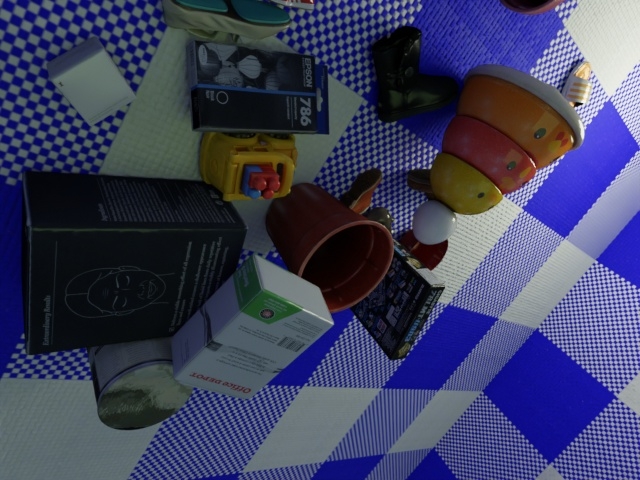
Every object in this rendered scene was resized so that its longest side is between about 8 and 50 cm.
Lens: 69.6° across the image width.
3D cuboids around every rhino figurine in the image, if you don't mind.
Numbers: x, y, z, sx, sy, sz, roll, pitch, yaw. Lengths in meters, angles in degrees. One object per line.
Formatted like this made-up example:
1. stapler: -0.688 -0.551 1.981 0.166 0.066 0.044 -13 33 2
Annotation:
1. rhino figurine: 0.123 -0.012 1.403 0.243 0.073 0.106 -39 140 -1

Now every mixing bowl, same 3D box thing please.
1. mixing bowl: 0.330 0.025 1.557 0.181 0.098 0.181 -19 132 -23

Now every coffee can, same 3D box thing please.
1. coffee can: -0.435 0.265 1.082 0.201 0.275 0.202 -18 132 -22

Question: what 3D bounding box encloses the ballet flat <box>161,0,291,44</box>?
1. ballet flat: -0.178 -0.419 0.876 0.248 0.086 0.086 -3 125 -31

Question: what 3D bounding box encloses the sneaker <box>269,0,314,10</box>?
1. sneaker: -0.058 -0.500 0.910 0.118 0.042 0.067 -13 134 -37

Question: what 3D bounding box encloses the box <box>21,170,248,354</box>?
1. box: -0.399 0.040 0.976 0.395 0.212 0.294 -1 124 -36

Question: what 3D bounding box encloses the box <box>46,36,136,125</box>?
1. box: -0.401 -0.280 0.810 0.101 0.087 0.102 -34 136 -7

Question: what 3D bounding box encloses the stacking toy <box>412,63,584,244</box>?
1. stacking toy: 0.421 -0.186 1.247 0.350 0.350 0.480 28 100 -45

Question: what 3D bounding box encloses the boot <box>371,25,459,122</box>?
1. boot: 0.244 -0.424 1.142 0.246 0.094 0.207 -22 137 -11

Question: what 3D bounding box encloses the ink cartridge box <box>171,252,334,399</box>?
1. ink cartridge box: -0.152 0.196 0.993 0.289 0.121 0.211 -44 130 16

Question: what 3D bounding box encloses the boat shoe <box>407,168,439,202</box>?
1. boat shoe: 0.384 -0.155 1.443 0.307 0.111 0.104 -1 122 -34

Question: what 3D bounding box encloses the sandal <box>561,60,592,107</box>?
1. sandal: 0.859 -0.464 1.557 0.102 0.076 0.265 -7 127 -31

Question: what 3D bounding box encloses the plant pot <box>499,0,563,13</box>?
1. plant pot: 0.551 -0.657 1.121 0.180 0.201 0.201 -19 134 -43

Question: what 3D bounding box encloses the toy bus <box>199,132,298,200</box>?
1. toy bus: -0.128 -0.157 1.012 0.220 0.211 0.149 -6 125 -33

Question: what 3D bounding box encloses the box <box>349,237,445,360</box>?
1. box: 0.216 0.169 1.451 0.073 0.293 0.296 2 122 -34

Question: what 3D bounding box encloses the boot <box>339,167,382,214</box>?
1. boot: 0.128 -0.137 1.323 0.158 0.059 0.084 -46 140 17

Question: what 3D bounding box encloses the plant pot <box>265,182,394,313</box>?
1. plant pot: 0.000 0.000 1.185 0.272 0.265 0.272 -19 131 -22

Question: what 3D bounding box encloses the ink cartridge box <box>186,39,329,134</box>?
1. ink cartridge box: -0.106 -0.310 0.967 0.332 0.065 0.165 -8 99 -32
